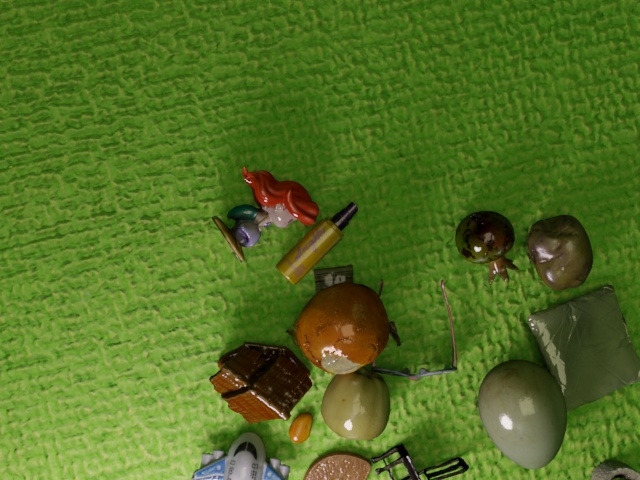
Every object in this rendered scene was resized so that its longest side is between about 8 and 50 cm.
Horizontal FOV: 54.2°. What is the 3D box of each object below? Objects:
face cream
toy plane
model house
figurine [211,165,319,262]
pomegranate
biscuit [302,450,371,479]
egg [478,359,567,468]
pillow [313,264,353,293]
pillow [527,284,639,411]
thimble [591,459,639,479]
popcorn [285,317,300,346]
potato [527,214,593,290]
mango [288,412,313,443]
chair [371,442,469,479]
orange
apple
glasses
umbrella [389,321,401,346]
[{"bbox_3d":[0.000,0.000,1.704,0.273,0.078,0.078,-44,89,-1],"label":"face cream"},{"bbox_3d":[-0.207,0.640,1.646,0.267,0.122,0.267,2,65,-4],"label":"toy plane"},{"bbox_3d":[-0.154,0.362,1.624,0.219,0.229,0.199,-39,95,-2],"label":"model house"},{"bbox_3d":[-0.153,-0.083,1.664,0.257,0.181,0.208,-35,60,-8],"label":"figurine"},{"bbox_3d":[0.454,0.019,1.675,0.156,0.156,0.220,-29,93,-1],"label":"pomegranate"},{"bbox_3d":[0.036,0.656,1.712,0.220,0.029,0.142,-36,90,-1],"label":"biscuit"},{"bbox_3d":[0.529,0.455,1.630,0.218,0.218,0.295,-17,102,-1],"label":"egg"},{"bbox_3d":[0.046,0.173,1.720,0.113,0.038,0.203,-7,89,-1],"label":"pillow"},{"bbox_3d":[0.724,0.293,1.703,0.274,0.076,0.281,-19,85,-11],"label":"pillow"},{"bbox_3d":[0.802,0.653,1.689,0.115,0.090,0.102,2,85,1],"label":"thimble"},{"bbox_3d":[-0.061,0.250,1.703,0.084,0.084,0.084,0,88,0],"label":"popcorn"},{"bbox_3d":[0.648,0.032,1.684,0.154,0.137,0.200,-19,89,30],"label":"potato"},{"bbox_3d":[-0.051,0.511,1.709,0.060,0.046,0.089,35,76,-2],"label":"mango"},{"bbox_3d":[0.267,0.601,1.679,0.229,0.106,0.113,-26,91,-2],"label":"chair"},{"bbox_3d":[0.057,0.222,1.585,0.240,0.240,0.240,0,88,0],"label":"orange"},{"bbox_3d":[0.096,0.431,1.641,0.200,0.200,0.200,0,88,0],"label":"apple"},{"bbox_3d":[0.252,0.244,1.700,0.234,0.118,0.268,1,79,1],"label":"glasses"},{"bbox_3d":[0.202,0.255,1.730,0.031,0.020,0.083,-29,89,-40],"label":"umbrella"}]
